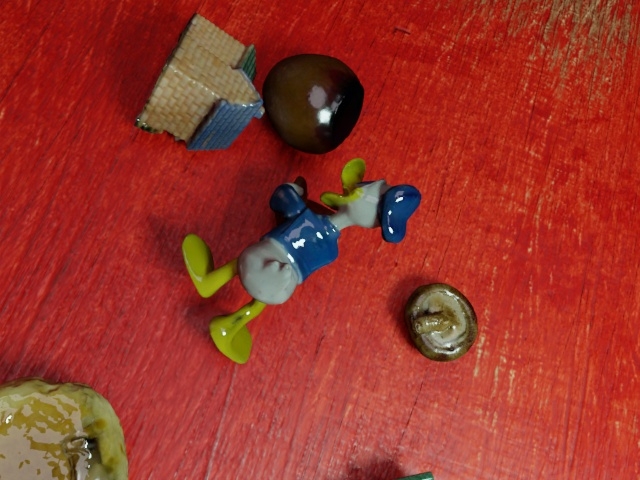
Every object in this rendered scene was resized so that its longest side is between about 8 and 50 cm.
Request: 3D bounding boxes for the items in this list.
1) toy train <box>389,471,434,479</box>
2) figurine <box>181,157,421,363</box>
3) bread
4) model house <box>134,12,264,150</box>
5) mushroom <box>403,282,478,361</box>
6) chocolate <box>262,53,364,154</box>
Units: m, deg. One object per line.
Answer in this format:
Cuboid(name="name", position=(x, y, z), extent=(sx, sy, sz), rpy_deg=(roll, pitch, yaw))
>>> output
Cuboid(name="toy train", position=(0.053, 0.425, 0.836), extent=(0.329, 0.178, 0.139), rpy_deg=(-8, 116, -10))
Cuboid(name="figurine", position=(0.000, 0.000, 0.953), extent=(0.338, 0.284, 0.205), rpy_deg=(-22, 108, 21))
Cuboid(name="bread", position=(-0.358, 0.295, 0.817), extent=(0.244, 0.134, 0.245), rpy_deg=(5, 70, -13))
Cuboid(name="model house", position=(-0.178, -0.245, 1.052), extent=(0.172, 0.166, 0.183), rpy_deg=(27, 51, -18))
Cuboid(name="mushroom", position=(0.193, 0.129, 1.018), extent=(0.127, 0.087, 0.127), rpy_deg=(2, 73, -8))
Cuboid(name="chocolate", position=(-0.020, -0.232, 1.080), extent=(0.176, 0.177, 0.177), rpy_deg=(4, 69, -11))
